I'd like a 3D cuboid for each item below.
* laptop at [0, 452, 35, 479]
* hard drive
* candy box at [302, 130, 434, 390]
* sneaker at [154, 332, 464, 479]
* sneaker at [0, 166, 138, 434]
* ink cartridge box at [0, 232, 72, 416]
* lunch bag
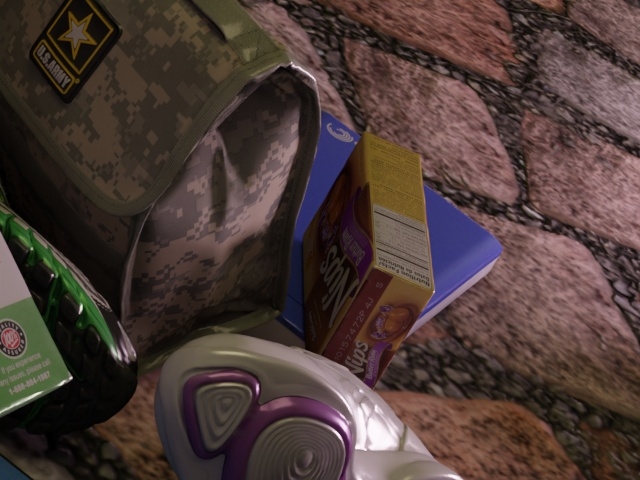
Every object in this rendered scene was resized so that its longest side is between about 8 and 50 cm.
[{"bbox_3d":[-0.205,0.129,0.990,0.236,0.408,0.382,4,19,23],"label":"laptop"},{"bbox_3d":[0.000,0.000,1.579,0.210,0.040,0.318,37,29,12],"label":"hard drive"},{"bbox_3d":[0.032,0.016,1.427,0.053,0.109,0.187,23,30,-14],"label":"candy box"},{"bbox_3d":[-0.027,0.123,1.246,0.152,0.114,0.305,45,4,38],"label":"sneaker"},{"bbox_3d":[-0.236,-0.012,1.276,0.343,0.134,0.146,42,29,20],"label":"sneaker"},{"bbox_3d":[-0.234,0.005,0.933,0.154,0.093,0.212,-25,91,-61],"label":"ink cartridge box"},{"bbox_3d":[-0.125,-0.087,1.317,0.169,0.287,0.235,-23,56,-29],"label":"lunch bag"}]
